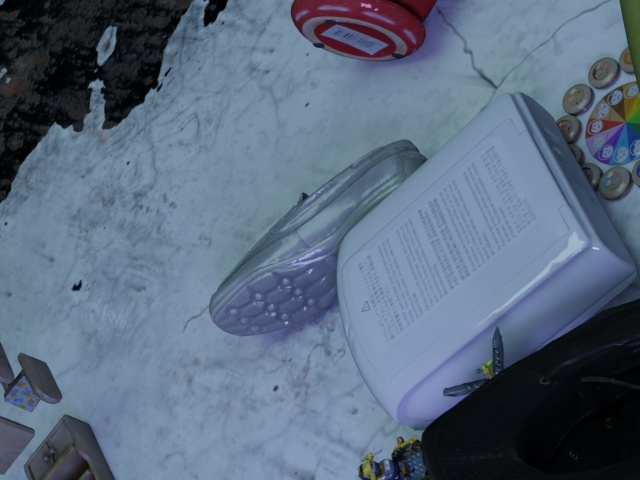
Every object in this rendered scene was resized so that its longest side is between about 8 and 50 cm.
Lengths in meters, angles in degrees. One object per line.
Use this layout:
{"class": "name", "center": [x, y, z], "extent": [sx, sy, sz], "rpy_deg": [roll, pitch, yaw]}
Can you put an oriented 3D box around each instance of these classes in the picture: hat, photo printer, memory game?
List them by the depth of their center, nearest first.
{"class": "hat", "center": [0.249, 0.161, 1.027], "extent": [0.331, 0.134, 0.331], "rpy_deg": [-20, 16, 6]}
{"class": "photo printer", "center": [0.149, 0.030, 1.377], "extent": [0.307, 0.107, 0.256], "rpy_deg": [-43, 42, 22]}
{"class": "memory game", "center": [0.316, -0.126, 1.384], "extent": [0.186, 0.012, 0.186], "rpy_deg": [-25, 50, 34]}

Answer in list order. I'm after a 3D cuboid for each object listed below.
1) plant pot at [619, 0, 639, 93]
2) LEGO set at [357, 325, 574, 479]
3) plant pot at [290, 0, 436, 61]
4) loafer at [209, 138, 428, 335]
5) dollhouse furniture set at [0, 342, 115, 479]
{"class": "plant pot", "center": [0.384, -0.245, 1.223], "extent": [0.274, 0.274, 0.294], "rpy_deg": [1, 81, 46]}
{"class": "LEGO set", "center": [0.130, 0.258, 1.188], "extent": [0.255, 0.192, 0.331], "rpy_deg": [-26, 49, 33]}
{"class": "plant pot", "center": [0.062, -0.325, 1.642], "extent": [0.191, 0.191, 0.174], "rpy_deg": [-3, 70, 45]}
{"class": "loafer", "center": [0.000, 0.000, 1.565], "extent": [0.319, 0.112, 0.111], "rpy_deg": [-34, 40, 16]}
{"class": "dollhouse furniture set", "center": [-0.389, 0.276, 1.679], "extent": [0.212, 0.242, 0.161], "rpy_deg": [-51, 40, 10]}
